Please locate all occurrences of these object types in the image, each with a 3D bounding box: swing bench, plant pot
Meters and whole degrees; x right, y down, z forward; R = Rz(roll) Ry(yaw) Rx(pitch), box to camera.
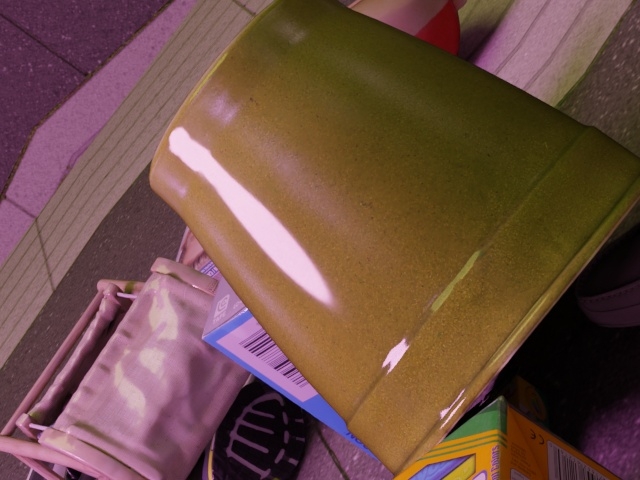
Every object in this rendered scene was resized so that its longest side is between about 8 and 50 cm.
[{"bbox_3d":[-0.213,0.169,1.927,0.253,0.165,0.254,-58,18,-24],"label":"swing bench"},{"bbox_3d":[0.051,-0.034,1.505,0.366,0.353,0.366,-49,-6,-7],"label":"plant pot"}]

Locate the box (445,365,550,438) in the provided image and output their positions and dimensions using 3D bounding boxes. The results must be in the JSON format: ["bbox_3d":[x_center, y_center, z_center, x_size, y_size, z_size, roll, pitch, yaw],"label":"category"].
[{"bbox_3d":[0.159,0.201,1.523,0.105,0.043,0.179,-44,24,29],"label":"box"}]

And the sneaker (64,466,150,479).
[{"bbox_3d":[-0.246,0.281,2.108,0.107,0.124,0.283,-44,2,41],"label":"sneaker"}]

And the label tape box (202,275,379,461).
[{"bbox_3d":[0.039,0.024,1.775,0.115,0.249,0.348,-38,25,38],"label":"label tape box"}]

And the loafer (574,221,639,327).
[{"bbox_3d":[0.323,-0.026,1.413,0.319,0.111,0.112,-37,26,39],"label":"loafer"}]

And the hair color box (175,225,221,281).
[{"bbox_3d":[-0.104,-0.046,2.436,0.174,0.105,0.347,-40,25,35],"label":"hair color box"}]

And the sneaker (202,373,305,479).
[{"bbox_3d":[-0.082,0.215,1.991,0.121,0.111,0.300,-52,12,36],"label":"sneaker"}]

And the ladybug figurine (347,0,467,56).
[{"bbox_3d":[0.011,-0.197,2.238,0.449,0.162,0.305,-30,8,21],"label":"ladybug figurine"}]

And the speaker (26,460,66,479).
[{"bbox_3d":[-0.420,0.378,2.538,0.055,0.055,0.136,-38,25,39],"label":"speaker"}]

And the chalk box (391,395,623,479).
[{"bbox_3d":[0.104,0.296,1.293,0.289,0.180,0.179,-44,22,30],"label":"chalk box"}]
